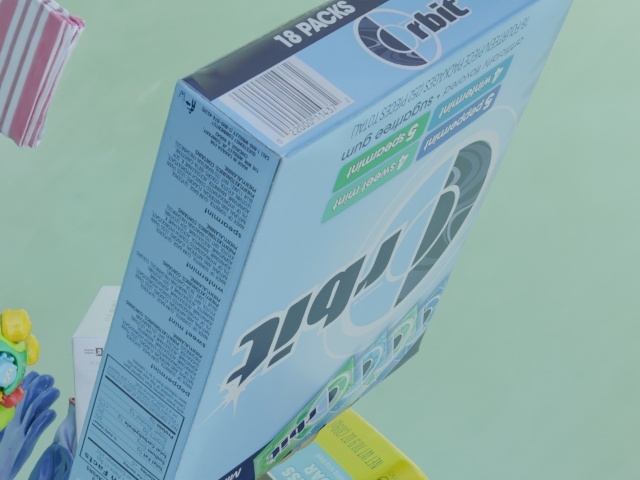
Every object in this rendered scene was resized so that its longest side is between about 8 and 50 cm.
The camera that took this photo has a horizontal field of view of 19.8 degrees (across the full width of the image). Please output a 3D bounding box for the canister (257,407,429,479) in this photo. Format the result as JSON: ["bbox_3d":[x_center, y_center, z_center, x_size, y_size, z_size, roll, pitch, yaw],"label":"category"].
[{"bbox_3d":[-0.041,0.137,0.708,0.170,0.126,0.073,-31,117,-14],"label":"canister"}]

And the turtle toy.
[{"bbox_3d":[-0.254,0.100,1.351,0.095,0.130,0.066,-6,64,-3],"label":"turtle toy"}]

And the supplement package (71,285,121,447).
[{"bbox_3d":[-0.126,0.173,1.537,0.134,0.139,0.244,1,108,4],"label":"supplement package"}]

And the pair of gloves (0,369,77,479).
[{"bbox_3d":[-0.258,0.205,1.641,0.023,0.198,0.159,24,88,-35],"label":"pair of gloves"}]

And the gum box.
[{"bbox_3d":[0.000,0.000,0.587,0.041,0.184,0.157,38,44,18],"label":"gum box"}]

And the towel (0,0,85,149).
[{"bbox_3d":[-0.311,-0.193,1.685,0.197,0.144,0.029,38,31,19],"label":"towel"}]
